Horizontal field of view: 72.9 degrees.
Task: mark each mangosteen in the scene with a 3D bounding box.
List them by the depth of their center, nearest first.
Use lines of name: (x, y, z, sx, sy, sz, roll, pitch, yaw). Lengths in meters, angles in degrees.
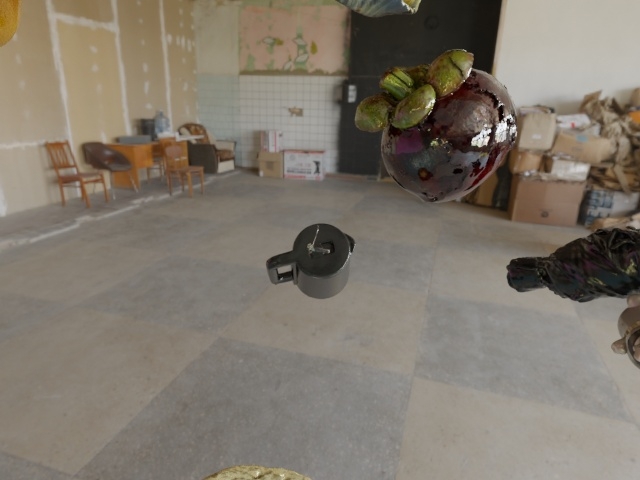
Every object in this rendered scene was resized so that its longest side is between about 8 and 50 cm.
mangosteen: (0.141, -0.140, 0.521, 0.180, 0.166, 0.166, 37, 3, -25)

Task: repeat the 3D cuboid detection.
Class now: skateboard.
skateboard: (0.000, 0.000, 1.194, 0.064, 0.032, 0.083, 8, 47, 6)

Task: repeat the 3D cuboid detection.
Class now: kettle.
kettle: (-0.027, 0.064, 1.442, 0.262, 0.203, 0.308, 13, -16, 5)

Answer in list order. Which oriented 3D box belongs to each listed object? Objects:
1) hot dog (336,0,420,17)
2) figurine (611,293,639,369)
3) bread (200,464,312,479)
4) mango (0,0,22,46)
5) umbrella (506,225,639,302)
hot dog: (0.073, -0.360, 0.484, 0.163, 0.270, 0.082, 30, -28, -16)
figurine: (0.391, 0.124, 0.484, 0.098, 0.081, 0.146, 41, 30, 11)
bread: (-0.115, 0.381, 0.476, 0.211, 0.224, 0.184, 33, -4, -25)
mango: (-0.472, -0.377, 0.570, 0.126, 0.252, 0.153, 3, 47, -10)
umbrella: (0.439, 0.037, 0.577, 0.337, 0.154, 0.128, -23, 23, 46)
